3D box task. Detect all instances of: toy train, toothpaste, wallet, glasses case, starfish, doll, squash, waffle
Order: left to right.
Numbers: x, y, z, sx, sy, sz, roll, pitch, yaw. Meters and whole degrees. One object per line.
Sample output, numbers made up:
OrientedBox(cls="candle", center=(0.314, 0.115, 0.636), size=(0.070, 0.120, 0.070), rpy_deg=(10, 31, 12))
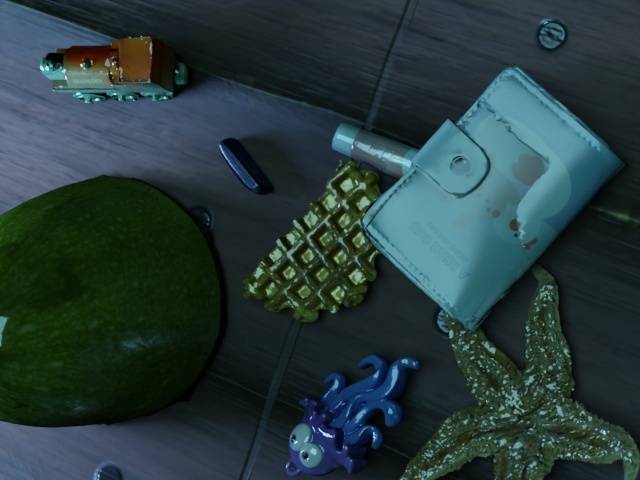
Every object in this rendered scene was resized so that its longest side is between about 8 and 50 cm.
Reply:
OrientedBox(cls="squash", center=(-0.308, 0.065, 1.764), size=(0.310, 0.309, 0.310), rpy_deg=(-2, 86, 23))
OrientedBox(cls="toy train", center=(-0.248, -0.204, 1.855), size=(0.176, 0.118, 0.074), rpy_deg=(3, 86, 20))
OrientedBox(cls="glasses case", center=(-0.091, -0.084, 1.831), size=(0.023, 0.033, 0.083), rpy_deg=(-47, 71, 25))
OrientedBox(cls="waffle", center=(0.000, 0.000, 1.783), size=(0.161, 0.046, 0.192), rpy_deg=(12, 91, 22))
OrientedBox(cls="doll", center=(0.032, 0.194, 1.746), size=(0.206, 0.067, 0.110), rpy_deg=(-46, 59, 16))
OrientedBox(cls="toothpaste", center=(0.111, -0.080, 1.750), size=(0.205, 0.036, 0.056), rpy_deg=(24, 99, 17))
OrientedBox(cls="wallet", center=(0.180, -0.048, 1.681), size=(0.176, 0.075, 0.250), rpy_deg=(43, 96, 8))
OrientedBox(cls="starfish", center=(0.200, 0.181, 1.687), size=(0.299, 0.060, 0.302), rpy_deg=(-13, 70, 29))
